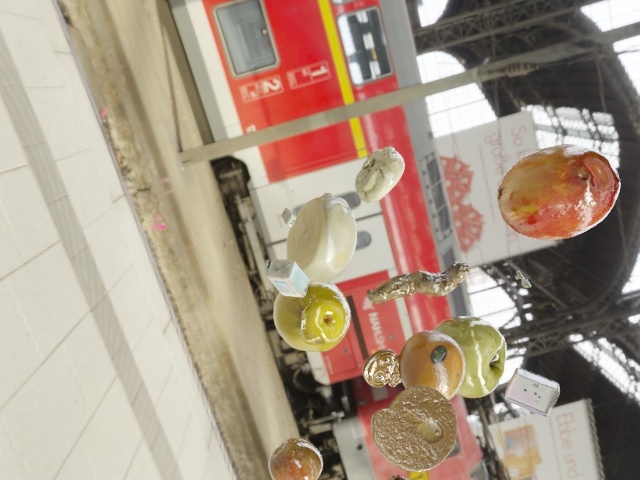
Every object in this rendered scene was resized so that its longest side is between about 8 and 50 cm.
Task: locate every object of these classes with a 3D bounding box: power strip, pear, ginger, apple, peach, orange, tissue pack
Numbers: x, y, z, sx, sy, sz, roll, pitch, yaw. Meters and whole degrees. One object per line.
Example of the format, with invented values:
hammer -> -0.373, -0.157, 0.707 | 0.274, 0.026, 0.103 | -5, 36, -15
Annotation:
power strip -> -0.076, -0.055, 1.342 | 0.017, 0.027, 0.083 | 31, 7, -23
pear -> -0.041, 0.274, 2.083 | 0.336, 0.284, 0.285 | 128, -50, -64
ginger -> 0.271, 0.123, 1.567 | 0.122, 0.290, 0.084 | 102, -26, -81
apple -> 0.475, 0.368, 1.864 | 0.262, 0.262, 0.263 | -16, 90, -88
peach -> 0.754, -0.154, 1.820 | 0.373, 0.372, 0.290 | 71, 25, -64
orange -> 0.312, 0.354, 1.610 | 0.206, 0.206, 0.206 | -16, 90, -88
tissue pack -> -0.078, 0.090, 1.381 | 0.094, 0.074, 0.059 | 57, 46, -48
apple -> -0.092, 0.812, 2.084 | 0.174, 0.188, 0.188 | 45, 4, -4

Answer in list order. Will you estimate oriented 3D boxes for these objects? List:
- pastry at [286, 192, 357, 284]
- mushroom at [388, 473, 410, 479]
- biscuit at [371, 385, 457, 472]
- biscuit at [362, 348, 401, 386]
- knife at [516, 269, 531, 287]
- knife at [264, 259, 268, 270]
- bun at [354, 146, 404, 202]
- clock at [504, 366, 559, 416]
pastry -> 0.001, -0.002, 1.634 | 0.264, 0.133, 0.265 | -24, -119, 56
mushroom -> 0.153, 0.840, 1.520 | 0.224, 0.313, 0.398 | -12, -100, 56
biscuit -> 0.224, 0.445, 1.358 | 0.181, 0.208, 0.049 | 49, -25, 12
biscuit -> 0.207, 0.390, 1.745 | 0.026, 0.175, 0.124 | 36, -70, 59
knife -> 0.694, 0.134, 1.973 | 0.184, 0.026, 0.022 | -56, 124, -75
knife -> -0.212, 0.102, 2.270 | 0.096, 0.010, 0.027 | -96, -152, -75
bun -> 0.198, -0.238, 2.032 | 0.116, 0.210, 0.237 | 37, -22, -19
clock -> 0.904, 0.649, 2.464 | 0.071, 0.191, 0.147 | -39, 146, -65
